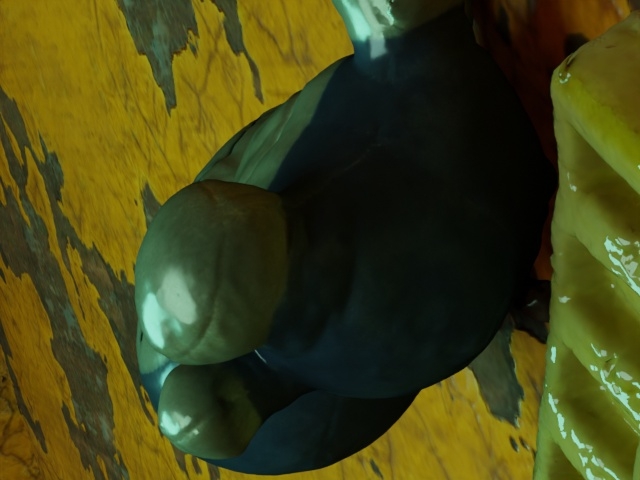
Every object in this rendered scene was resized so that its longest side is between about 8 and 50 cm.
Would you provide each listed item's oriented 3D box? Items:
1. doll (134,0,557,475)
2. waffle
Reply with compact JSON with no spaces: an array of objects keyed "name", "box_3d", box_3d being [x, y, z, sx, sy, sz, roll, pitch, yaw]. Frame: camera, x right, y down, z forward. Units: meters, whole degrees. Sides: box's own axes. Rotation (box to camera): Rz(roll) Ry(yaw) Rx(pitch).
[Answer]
[{"name":"doll","box_3d":[0.000,0.000,0.743,0.154,0.228,0.258,32,160,-12]},{"name":"waffle","box_3d":[0.148,0.079,0.580,0.221,0.055,0.248,53,155,43]}]
